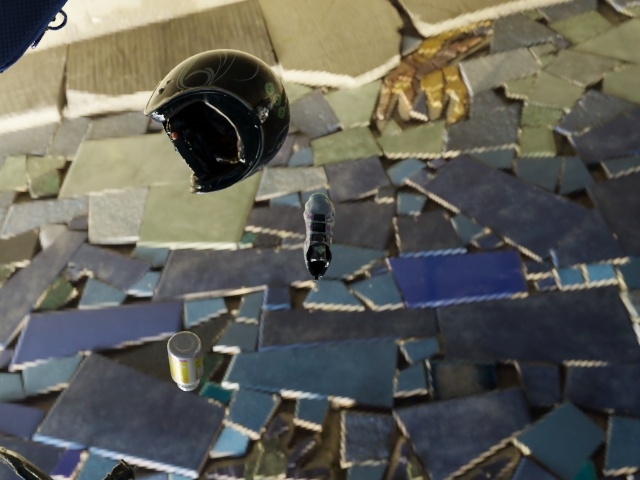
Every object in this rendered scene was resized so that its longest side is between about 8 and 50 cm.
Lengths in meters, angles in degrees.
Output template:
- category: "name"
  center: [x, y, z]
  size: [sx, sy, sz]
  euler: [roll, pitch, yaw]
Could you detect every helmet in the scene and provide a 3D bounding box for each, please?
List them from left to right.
- category: "helmet"
  center: [-0.118, -0.146, 1.056]
  size: [0.169, 0.161, 0.169]
  euler: [3, 117, 5]

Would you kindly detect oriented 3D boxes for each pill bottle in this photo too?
- category: "pill bottle"
  center: [-0.176, 0.161, 1.175]
  size: [0.043, 0.043, 0.083]
  euler: [-6, 135, -9]

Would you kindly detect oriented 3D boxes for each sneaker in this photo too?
- category: "sneaker"
  center: [0.000, 0.000, 1.037]
  size: [0.038, 0.069, 0.098]
  euler: [-2, 116, -2]

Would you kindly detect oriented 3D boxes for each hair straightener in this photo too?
- category: "hair straightener"
  center: [-0.156, 0.217, 0.687]
  size: [0.230, 0.047, 0.089]
  euler: [42, 68, -29]

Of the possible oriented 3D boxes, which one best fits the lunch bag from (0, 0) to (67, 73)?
- category: "lunch bag"
  center: [-0.135, -0.110, 0.331]
  size: [0.067, 0.065, 0.098]
  euler: [-48, 122, 0]
